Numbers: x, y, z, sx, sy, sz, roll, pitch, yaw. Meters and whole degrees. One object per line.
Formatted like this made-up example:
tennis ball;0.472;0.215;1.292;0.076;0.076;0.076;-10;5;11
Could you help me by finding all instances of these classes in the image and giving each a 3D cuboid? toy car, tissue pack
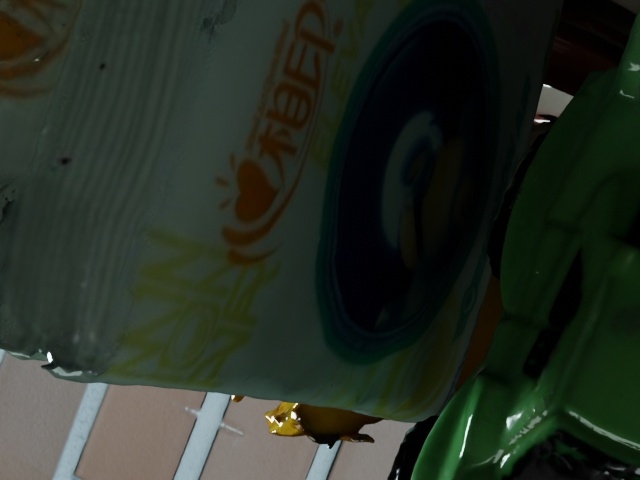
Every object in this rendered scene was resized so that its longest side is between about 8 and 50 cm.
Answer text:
toy car;0.171;0.056;0.972;0.213;0.359;0.176;24;176;12
tissue pack;-0.025;-0.067;0.979;0.162;0.287;0.388;15;180;27

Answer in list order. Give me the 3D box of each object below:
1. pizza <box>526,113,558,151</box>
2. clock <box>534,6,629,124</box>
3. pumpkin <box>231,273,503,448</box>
pizza;0.206;-0.037;1.381;0.194;0.069;0.154;17;178;31
clock;0.079;-0.153;1.346;0.318;0.080;0.318;17;178;0
pumpkin;0.000;0.000;1.289;0.303;0.256;0.225;47;168;2
